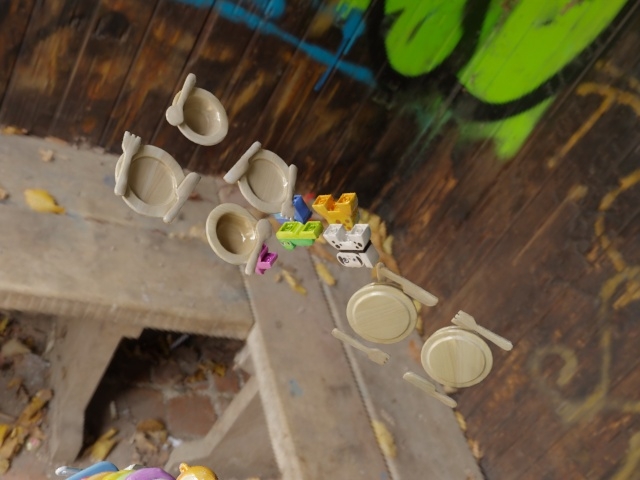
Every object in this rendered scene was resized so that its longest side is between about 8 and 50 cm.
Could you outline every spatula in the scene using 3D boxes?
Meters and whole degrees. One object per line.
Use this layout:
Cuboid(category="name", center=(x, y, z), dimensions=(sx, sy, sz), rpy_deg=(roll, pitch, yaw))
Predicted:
Cuboid(category="spatula", center=(-0.368, 0.381, 1.279), dimensions=(0.019, 0.168, 0.242), rpy_deg=(62, 9, 28))

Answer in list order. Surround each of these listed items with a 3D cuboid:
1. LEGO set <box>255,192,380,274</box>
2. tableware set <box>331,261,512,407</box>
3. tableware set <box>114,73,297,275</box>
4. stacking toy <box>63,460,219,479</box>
Cuboid(category="LEGO set", center=(0.000, 0.000, 1.052), dimensions=(0.087, 0.227, 0.093), rpy_deg=(-54, 127, -33))
Cuboid(category="tableware set", center=(0.123, 0.110, 1.040), dimensions=(0.194, 0.128, 0.039), rpy_deg=(31, 32, -6))
Cuboid(category="tableware set", center=(-0.091, -0.054, 0.731), dimensions=(0.168, 0.020, 0.141), rpy_deg=(37, 52, -21))
Cuboid(category="stacking toy", center=(-0.220, 0.343, 1.050), dimensions=(0.165, 0.302, 0.175), rpy_deg=(-23, 82, -51))
